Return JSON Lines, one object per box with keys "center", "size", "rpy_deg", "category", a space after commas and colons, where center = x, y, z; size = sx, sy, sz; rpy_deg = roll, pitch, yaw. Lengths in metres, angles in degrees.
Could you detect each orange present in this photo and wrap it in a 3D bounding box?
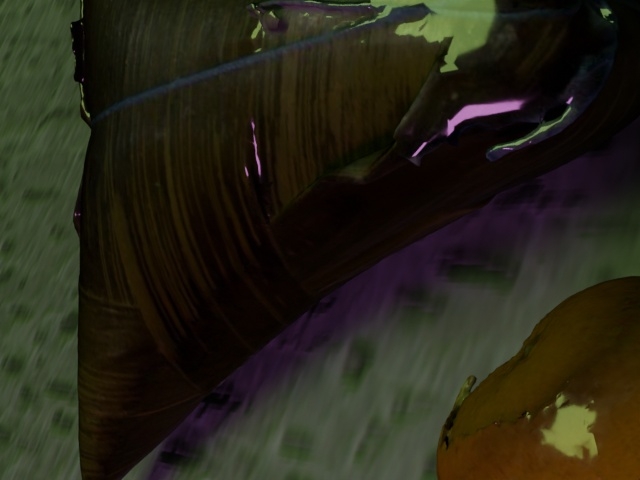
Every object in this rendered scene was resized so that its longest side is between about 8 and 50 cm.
{"center": [0.128, 0.092, 0.603], "size": [0.156, 0.134, 0.156], "rpy_deg": [-34, -2, -1], "category": "orange"}

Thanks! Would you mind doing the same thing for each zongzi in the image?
{"center": [0.000, 0.000, 0.827], "size": [0.403, 0.208, 0.432], "rpy_deg": [13, 95, 44], "category": "zongzi"}
